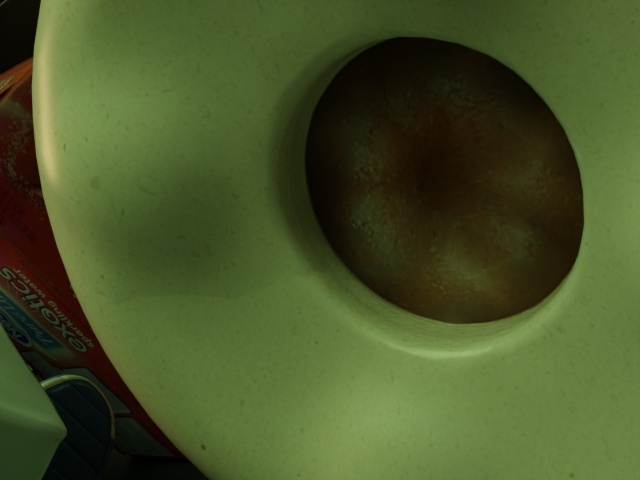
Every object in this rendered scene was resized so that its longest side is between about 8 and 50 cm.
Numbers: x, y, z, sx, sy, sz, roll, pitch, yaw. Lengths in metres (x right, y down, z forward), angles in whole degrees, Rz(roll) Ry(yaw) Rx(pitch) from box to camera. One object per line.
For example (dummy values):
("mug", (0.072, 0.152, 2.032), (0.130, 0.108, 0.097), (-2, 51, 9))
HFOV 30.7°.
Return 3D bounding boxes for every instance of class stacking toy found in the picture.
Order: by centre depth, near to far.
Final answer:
("stacking toy", (0.130, -0.084, 0.581), (0.351, 0.350, 0.480), (-24, 7, 34))

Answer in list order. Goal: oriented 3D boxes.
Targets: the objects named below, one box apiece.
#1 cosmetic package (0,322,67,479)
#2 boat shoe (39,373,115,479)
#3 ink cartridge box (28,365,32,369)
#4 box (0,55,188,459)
("cosmetic package", (-0.266, 0.162, 0.394), (0.365, 0.197, 0.155), (-62, 30, 3))
("boat shoe", (-0.172, 0.136, 0.552), (0.066, 0.066, 0.183), (-16, 28, 49))
("ink cartridge box", (-0.214, -0.005, 1.084), (0.353, 0.119, 0.207), (-23, 27, 32))
("box", (-0.143, 0.016, 0.749), (0.128, 0.257, 0.122), (-12, 36, 49))
